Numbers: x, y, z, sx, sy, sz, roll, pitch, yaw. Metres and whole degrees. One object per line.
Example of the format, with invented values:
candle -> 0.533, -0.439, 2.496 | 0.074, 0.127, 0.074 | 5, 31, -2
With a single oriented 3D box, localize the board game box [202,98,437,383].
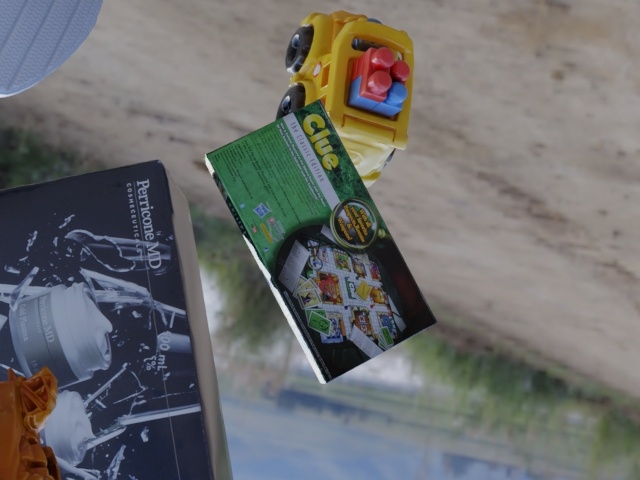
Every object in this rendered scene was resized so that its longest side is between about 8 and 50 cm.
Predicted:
board game box -> 0.000, 0.000, 1.517 | 0.136, 0.259, 0.030 | -27, 179, -14

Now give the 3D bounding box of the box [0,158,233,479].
box -> -0.271, 0.125, 1.510 | 0.313, 0.343, 0.179 | -11, 168, 0

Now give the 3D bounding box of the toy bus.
toy bus -> 0.050, -0.203, 1.859 | 0.149, 0.220, 0.211 | 14, 157, -18

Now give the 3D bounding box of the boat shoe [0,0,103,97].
boat shoe -> -0.278, -0.286, 1.528 | 0.121, 0.335, 0.119 | 37, 158, -29

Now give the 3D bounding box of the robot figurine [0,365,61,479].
robot figurine -> -0.222, 0.177, 0.969 | 0.085, 0.291, 0.211 | -21, 137, 6
